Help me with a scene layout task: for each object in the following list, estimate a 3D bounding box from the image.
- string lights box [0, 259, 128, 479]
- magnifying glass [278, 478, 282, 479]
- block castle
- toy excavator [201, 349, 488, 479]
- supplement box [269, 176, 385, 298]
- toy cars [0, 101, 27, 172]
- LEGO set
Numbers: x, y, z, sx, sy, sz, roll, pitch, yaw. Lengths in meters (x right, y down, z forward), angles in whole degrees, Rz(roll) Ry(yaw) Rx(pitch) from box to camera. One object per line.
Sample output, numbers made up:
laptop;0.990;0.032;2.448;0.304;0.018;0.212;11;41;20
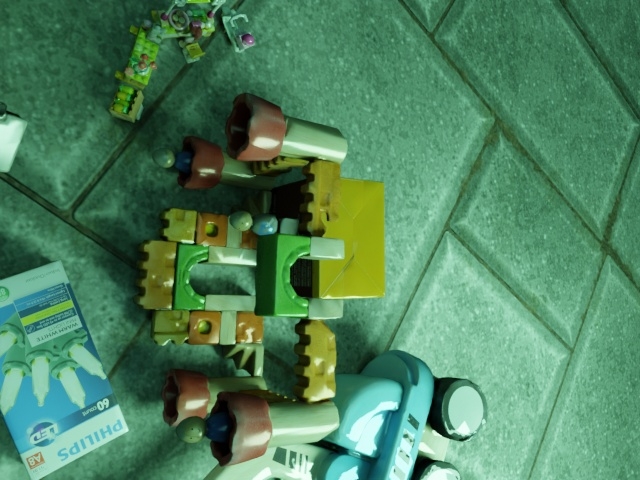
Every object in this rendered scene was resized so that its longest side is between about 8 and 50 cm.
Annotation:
string lights box;-0.379;0.170;0.733;0.133;0.076;0.260;-24;99;-32
magnifying glass;-0.157;0.430;0.892;0.231;0.026;0.092;2;86;-34
block castle;-0.129;0.051;0.769;0.212;0.303;0.453;6;83;-31
toy excavator;0.007;0.358;0.899;0.445;0.222;0.433;29;69;-20
supplement box;0.000;0.000;0.918;0.129;0.194;0.191;2;86;-32
toy cars;-0.564;-0.109;0.625;0.393;0.087;0.176;-32;138;-32
LEGO set;-0.229;-0.313;0.843;0.287;0.107;0.132;-43;109;-27
